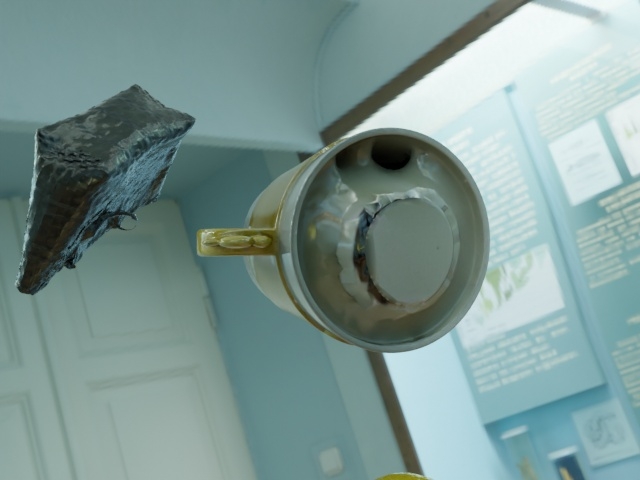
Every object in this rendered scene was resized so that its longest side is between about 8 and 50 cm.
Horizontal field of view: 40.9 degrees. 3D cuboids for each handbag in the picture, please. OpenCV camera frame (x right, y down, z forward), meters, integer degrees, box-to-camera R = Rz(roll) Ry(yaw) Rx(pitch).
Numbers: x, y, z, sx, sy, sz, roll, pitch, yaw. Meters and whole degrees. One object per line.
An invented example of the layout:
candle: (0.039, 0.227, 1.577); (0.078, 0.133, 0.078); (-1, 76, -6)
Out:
handbag: (-0.234, -0.061, 0.942); (0.270, 0.088, 0.175); (-48, -16, -55)

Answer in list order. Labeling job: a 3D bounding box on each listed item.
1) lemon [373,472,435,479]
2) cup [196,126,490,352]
lemon: (0.061, 0.185, 0.561); (0.092, 0.065, 0.065); (3, -6, 26)
cup: (0.000, 0.000, 0.785); (0.241, 0.186, 0.226); (1, -1, -20)
